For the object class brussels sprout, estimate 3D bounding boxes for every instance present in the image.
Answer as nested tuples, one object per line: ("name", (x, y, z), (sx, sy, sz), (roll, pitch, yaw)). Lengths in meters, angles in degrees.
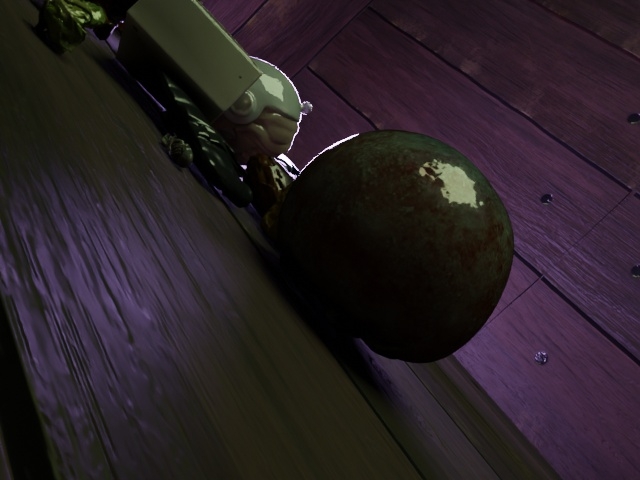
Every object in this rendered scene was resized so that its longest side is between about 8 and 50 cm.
("brussels sprout", (-0.304, -0.264, 0.812), (0.058, 0.085, 0.085), (52, 1, -30))

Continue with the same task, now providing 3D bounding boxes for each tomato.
("tomato", (0.095, 0.010, 0.897), (0.316, 0.282, 0.317), (42, -8, 7))

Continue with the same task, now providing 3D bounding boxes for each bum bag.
("bum bag", (-0.183, -0.153, 1.015), (0.248, 0.060, 0.123), (50, 0, 32))

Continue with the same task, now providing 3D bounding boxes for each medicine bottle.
("medicine bottle", (-0.116, -0.196, 1.953), (0.124, 0.079, 0.258), (46, 5, -9))

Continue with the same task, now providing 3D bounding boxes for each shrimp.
("shrimp", (-0.190, -0.122, 0.899), (0.038, 0.029, 0.092), (35, 4, -27))

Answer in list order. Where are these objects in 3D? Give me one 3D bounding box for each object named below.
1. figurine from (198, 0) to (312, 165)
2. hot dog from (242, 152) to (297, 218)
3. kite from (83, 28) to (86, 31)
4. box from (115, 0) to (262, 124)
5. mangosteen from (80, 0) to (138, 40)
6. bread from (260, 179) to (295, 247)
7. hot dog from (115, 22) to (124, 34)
("figurine", (-0.189, -0.315, 1.433), (0.361, 0.211, 0.253), (43, 6, -30))
("hot dog", (-0.052, -0.060, 1.179), (0.227, 0.099, 0.160), (42, 6, -39))
("kite", (-0.382, -0.446, 1.012), (0.322, 0.013, 0.268), (24, -50, 31))
("box", (-0.225, -0.294, 1.133), (0.203, 0.106, 0.251), (46, -17, -14))
("mangosteen", (-0.400, -0.488, 1.259), (0.235, 0.235, 0.262), (40, 50, -58))
("bread", (0.000, 0.000, 1.093), (0.083, 0.114, 0.211), (28, -10, 45))
("hot dog", (-0.453, -0.509, 1.655), (0.235, 0.062, 0.092), (42, 5, -22))
